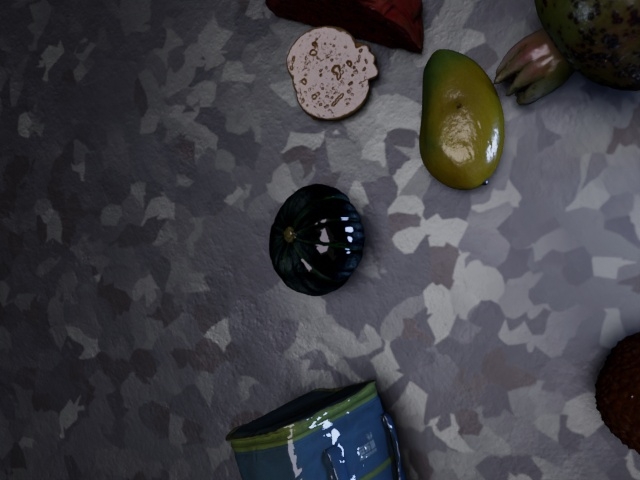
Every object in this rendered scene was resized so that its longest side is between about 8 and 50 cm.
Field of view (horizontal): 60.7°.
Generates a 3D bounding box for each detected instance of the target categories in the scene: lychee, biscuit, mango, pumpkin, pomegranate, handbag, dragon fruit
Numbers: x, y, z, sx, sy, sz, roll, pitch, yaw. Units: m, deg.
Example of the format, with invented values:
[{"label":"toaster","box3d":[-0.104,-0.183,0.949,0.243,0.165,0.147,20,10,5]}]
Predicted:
[{"label":"lychee","box3d":[0.487,0.218,0.763,0.194,0.194,0.194,-1,88,19]},{"label":"biscuit","box3d":[0.026,-0.305,0.998,0.170,0.050,0.170,2,100,9]},{"label":"mango","box3d":[0.235,-0.202,0.908,0.137,0.091,0.237,3,89,13]},{"label":"pumpkin","box3d":[-0.010,-0.001,0.951,0.194,0.150,0.194,-5,75,21]},{"label":"pomegranate","box3d":[0.408,-0.318,0.789,0.341,0.285,0.285,-40,74,47]},{"label":"handbag","box3d":[0.013,0.375,0.870,0.222,0.263,0.241,-25,82,42]},{"label":"dragon fruit","box3d":[0.041,-0.454,0.921,0.317,0.205,0.152,23,95,17]}]
